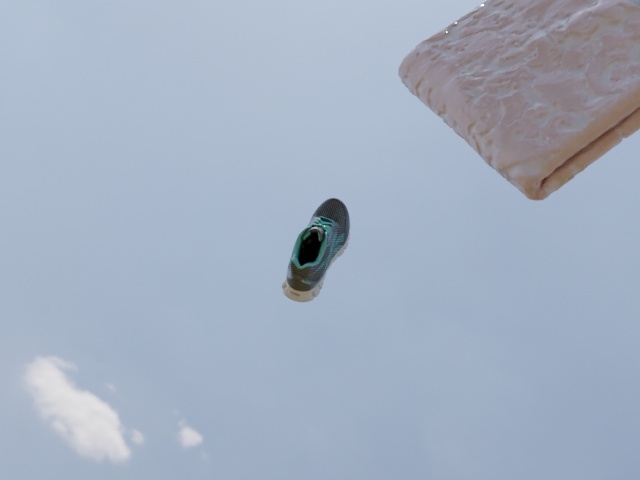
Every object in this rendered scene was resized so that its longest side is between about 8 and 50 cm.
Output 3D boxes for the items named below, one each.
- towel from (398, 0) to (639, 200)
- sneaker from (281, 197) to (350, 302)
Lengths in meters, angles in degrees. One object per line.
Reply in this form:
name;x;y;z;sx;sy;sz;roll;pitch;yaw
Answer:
towel;0.268;-0.221;0.816;0.317;0.332;0.053;-38;-55;7
sneaker;0.000;0.000;0.992;0.064;0.167;0.076;16;-35;9
